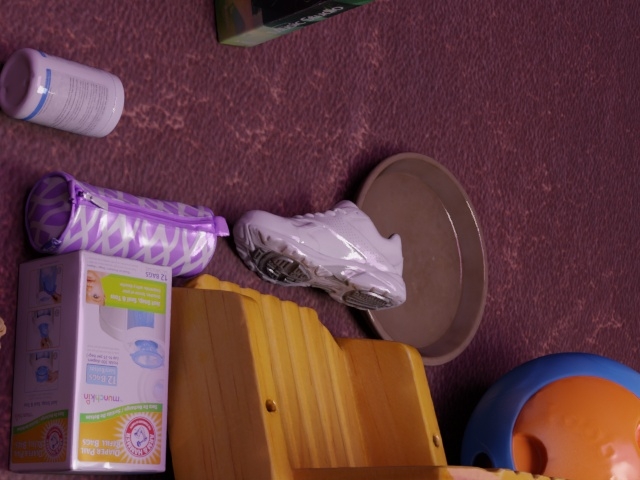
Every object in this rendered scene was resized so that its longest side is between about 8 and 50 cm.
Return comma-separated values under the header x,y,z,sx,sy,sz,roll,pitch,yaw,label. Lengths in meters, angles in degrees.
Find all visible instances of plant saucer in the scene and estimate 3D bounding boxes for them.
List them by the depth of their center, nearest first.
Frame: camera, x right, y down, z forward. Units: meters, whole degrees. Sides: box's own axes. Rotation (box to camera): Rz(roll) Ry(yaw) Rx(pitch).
x,y,z,sx,sy,sz,roll,pitch,yaw,label
0.121,0.025,1.668,0.278,0.041,0.277,12,73,-45,plant saucer

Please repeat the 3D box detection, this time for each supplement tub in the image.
x,y,z,sx,sy,sz,roll,pitch,yaw,label
-0.256,-0.145,1.273,0.107,0.071,0.071,13,73,-45,supplement tub

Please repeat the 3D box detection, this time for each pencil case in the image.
x,y,z,sx,sy,sz,roll,pitch,yaw,label
-0.197,-0.016,1.297,0.206,0.088,0.086,13,48,-48,pencil case

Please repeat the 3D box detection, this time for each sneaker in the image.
x,y,z,sx,sy,sz,roll,pitch,yaw,label
0.000,0.000,1.500,0.232,0.090,0.115,23,60,-31,sneaker

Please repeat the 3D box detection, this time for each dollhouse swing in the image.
x,y,z,sx,sy,sz,roll,pitch,yaw,label
0.066,0.154,1.306,0.347,0.305,0.315,21,51,-52,dollhouse swing

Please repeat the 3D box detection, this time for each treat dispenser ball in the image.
x,y,z,sx,sy,sz,roll,pitch,yaw,label
0.323,0.287,1.649,0.288,0.288,0.288,12,74,-45,treat dispenser ball

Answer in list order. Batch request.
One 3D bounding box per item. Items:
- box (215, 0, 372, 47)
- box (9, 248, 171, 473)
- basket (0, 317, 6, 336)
x,y,z,sx,sy,sz,roll,pitch,yaw,label
-0.002,-0.361,1.405,0.058,0.322,0.232,1,81,-42,box
-0.219,0.122,1.234,0.114,0.103,0.203,13,73,-45,box
-0.403,0.126,0.890,0.213,0.299,0.223,35,58,-37,basket
